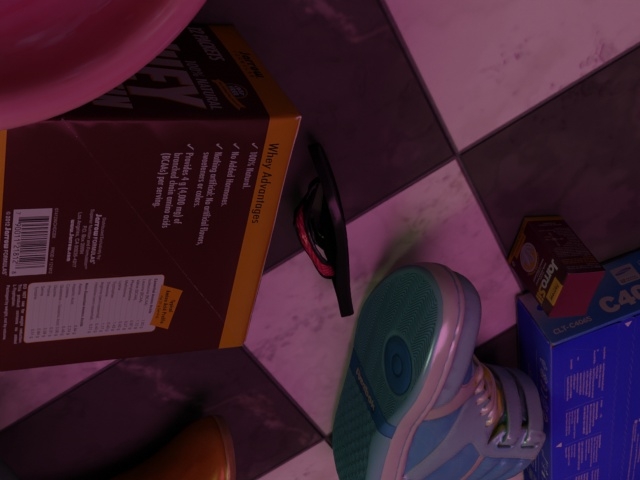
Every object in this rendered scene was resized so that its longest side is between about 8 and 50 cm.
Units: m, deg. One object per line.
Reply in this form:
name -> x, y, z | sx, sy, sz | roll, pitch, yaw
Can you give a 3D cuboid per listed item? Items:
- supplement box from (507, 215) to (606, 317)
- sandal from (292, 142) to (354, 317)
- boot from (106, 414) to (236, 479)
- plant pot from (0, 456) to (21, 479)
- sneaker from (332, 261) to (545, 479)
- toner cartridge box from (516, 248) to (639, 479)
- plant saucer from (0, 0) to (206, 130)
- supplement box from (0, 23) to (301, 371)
supplement box -> 0.213, 0.023, 0.908 | 0.043, 0.083, 0.055 | -2, 128, -23
sandal -> 0.000, 0.000, 0.809 | 0.040, 0.067, 0.179 | -9, 135, -2
boot -> -0.217, 0.266, 0.915 | 0.211, 0.104, 0.295 | 8, 129, -30
plant pot -> -0.340, 0.233, 0.733 | 0.293, 0.196, 0.293 | -13, 133, -14
sneaker -> 0.138, 0.131, 0.945 | 0.208, 0.127, 0.319 | -4, 140, -19
toner cartridge box -> 0.307, 0.171, 1.085 | 0.165, 0.075, 0.347 | -20, 134, -8
plant saucer -> -0.179, -0.218, 0.463 | 0.332, 0.084, 0.332 | -19, 122, -33
supplement box -> -0.142, -0.033, 0.658 | 0.194, 0.129, 0.191 | -3, 128, -26
